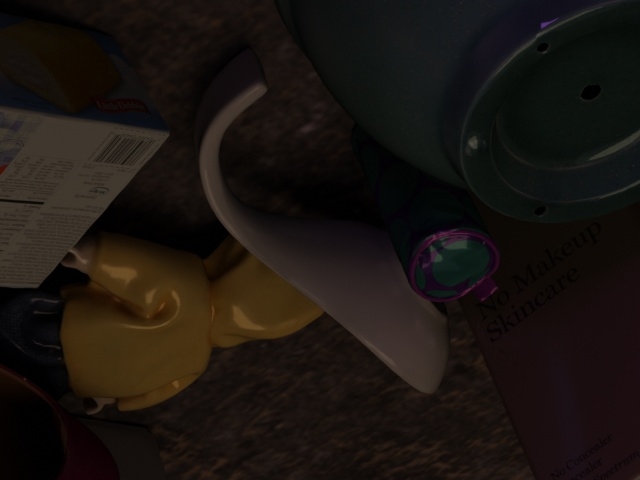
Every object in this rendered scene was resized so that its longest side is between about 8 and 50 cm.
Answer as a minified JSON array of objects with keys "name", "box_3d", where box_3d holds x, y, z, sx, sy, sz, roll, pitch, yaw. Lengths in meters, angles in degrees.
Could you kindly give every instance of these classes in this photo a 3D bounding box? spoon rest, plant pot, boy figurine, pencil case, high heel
[{"name":"spoon rest","box_3d":[0.000,0.000,1.270,0.084,0.137,0.276,-32,120,10]},{"name":"plant pot","box_3d":[0.135,-0.136,1.136,0.293,0.196,0.293,-12,138,-11]},{"name":"boy figurine","box_3d":[-0.138,0.050,1.299,0.285,0.092,0.177,-17,139,-6]},{"name":"pencil case","box_3d":[0.070,-0.027,1.257,0.064,0.151,0.070,-36,129,14]},{"name":"high heel","box_3d":[-0.194,0.089,1.128,0.181,0.127,0.377,-32,152,19]}]

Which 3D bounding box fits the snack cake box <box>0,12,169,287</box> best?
[{"name":"snack cake box","box_3d":[-0.235,-0.055,1.092,0.152,0.089,0.264,-45,151,26]}]

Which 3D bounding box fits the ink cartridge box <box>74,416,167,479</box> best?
[{"name":"ink cartridge box","box_3d":[-0.215,0.300,1.447,0.117,0.201,0.278,12,129,-32]}]

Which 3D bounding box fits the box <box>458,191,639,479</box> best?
[{"name":"box","box_3d":[0.190,0.053,1.272,0.148,0.311,0.121,-40,136,19]}]
